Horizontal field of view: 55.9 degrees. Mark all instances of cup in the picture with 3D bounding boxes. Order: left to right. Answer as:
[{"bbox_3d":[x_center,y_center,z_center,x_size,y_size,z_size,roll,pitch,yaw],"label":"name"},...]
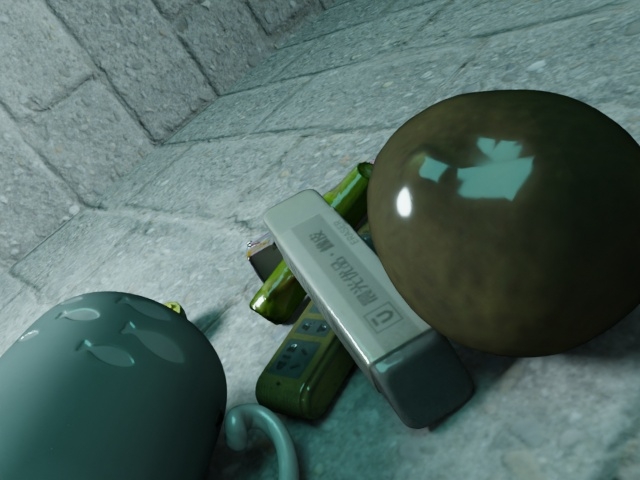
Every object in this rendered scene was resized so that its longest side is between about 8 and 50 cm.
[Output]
[{"bbox_3d":[-0.194,0.218,0.624,0.357,0.259,0.274,7,37,8],"label":"cup"}]

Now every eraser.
[{"bbox_3d":[0.037,0.057,0.686,0.089,0.061,0.352,-28,43,-12],"label":"eraser"}]

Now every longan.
[{"bbox_3d":[0.171,-0.018,0.550,0.258,0.258,0.258,-26,28,15],"label":"longan"}]

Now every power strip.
[{"bbox_3d":[0.050,0.058,0.777,0.092,0.066,0.387,-2,40,43],"label":"power strip"}]

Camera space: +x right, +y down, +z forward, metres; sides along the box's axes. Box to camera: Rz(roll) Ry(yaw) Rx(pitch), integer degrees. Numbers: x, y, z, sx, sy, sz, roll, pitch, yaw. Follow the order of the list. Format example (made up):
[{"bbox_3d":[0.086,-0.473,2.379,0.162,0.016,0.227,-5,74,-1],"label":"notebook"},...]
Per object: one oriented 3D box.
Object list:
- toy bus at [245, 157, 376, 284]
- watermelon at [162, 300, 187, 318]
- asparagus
[{"bbox_3d":[0.014,-0.031,0.937,0.274,0.090,0.112,-34,18,-2],"label":"toy bus"},{"bbox_3d":[-0.249,0.150,0.959,0.105,0.062,0.105,-31,31,21],"label":"watermelon"},{"bbox_3d":[0.001,0.001,0.851,0.277,0.067,0.060,-55,19,0],"label":"asparagus"}]
